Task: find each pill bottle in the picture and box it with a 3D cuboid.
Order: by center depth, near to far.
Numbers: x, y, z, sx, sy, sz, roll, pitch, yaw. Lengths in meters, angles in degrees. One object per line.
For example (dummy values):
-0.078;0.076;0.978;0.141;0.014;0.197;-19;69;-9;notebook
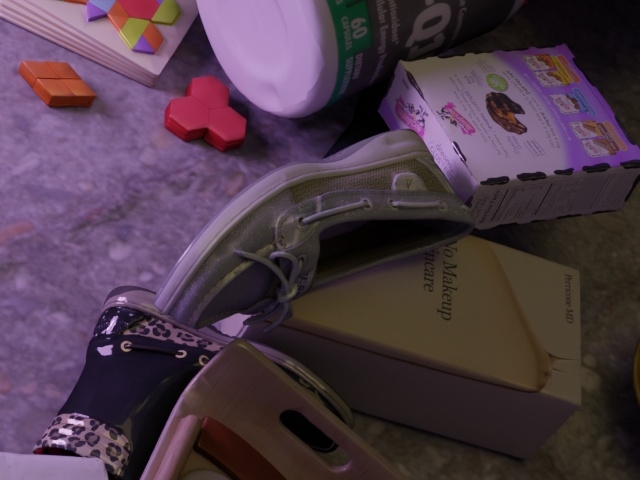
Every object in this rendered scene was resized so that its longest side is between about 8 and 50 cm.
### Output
0.075;-0.272;1.805;0.361;0.204;0.204;-28;72;-29;pill bottle

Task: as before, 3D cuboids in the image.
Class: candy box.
0.179;-0.098;1.745;0.196;0.070;0.165;-8;52;-29;candy box

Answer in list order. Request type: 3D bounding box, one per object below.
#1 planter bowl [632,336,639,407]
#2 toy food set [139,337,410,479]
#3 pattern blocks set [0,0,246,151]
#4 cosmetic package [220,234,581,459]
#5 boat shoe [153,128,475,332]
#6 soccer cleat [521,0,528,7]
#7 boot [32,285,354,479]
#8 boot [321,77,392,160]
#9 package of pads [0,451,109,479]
0.398;0.157;1.775;0.217;0.090;0.217;1;54;-1;planter bowl
-0.038;0.248;1.407;0.220;0.092;0.306;42;41;-17;toy food set
-0.209;-0.233;1.809;0.325;0.026;0.285;18;50;-14;pattern blocks set
0.073;0.070;1.675;0.309;0.113;0.160;16;51;-15;cosmetic package
0.000;0.001;1.539;0.320;0.118;0.103;-24;65;-44;boat shoe
0.177;-0.294;2.014;0.248;0.083;0.095;-21;83;-32;soccer cleat
-0.105;0.158;1.539;0.236;0.085;0.178;28;51;-1;boot
0.121;-0.054;1.800;0.246;0.094;0.207;25;45;-1;boot
-0.255;0.292;1.347;0.229;0.101;0.296;7;54;-23;package of pads
